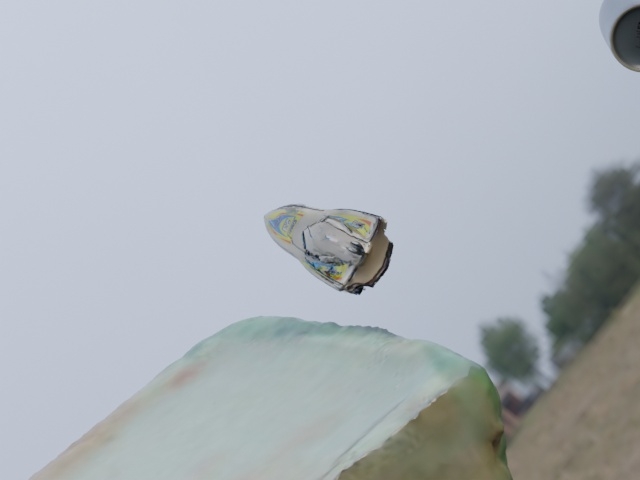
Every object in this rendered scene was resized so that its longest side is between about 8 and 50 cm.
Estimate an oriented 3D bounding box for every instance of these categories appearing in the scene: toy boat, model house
[{"bbox_3d":[0.000,0.000,1.948,0.210,0.066,0.084,21,85,53],"label":"toy boat"},{"bbox_3d":[-0.001,0.228,1.121,0.245,0.280,0.312,-40,21,-24],"label":"model house"}]

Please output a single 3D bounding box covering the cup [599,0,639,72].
[{"bbox_3d":[0.315,-0.200,1.785,0.077,0.100,0.078,-79,-9,-68],"label":"cup"}]
